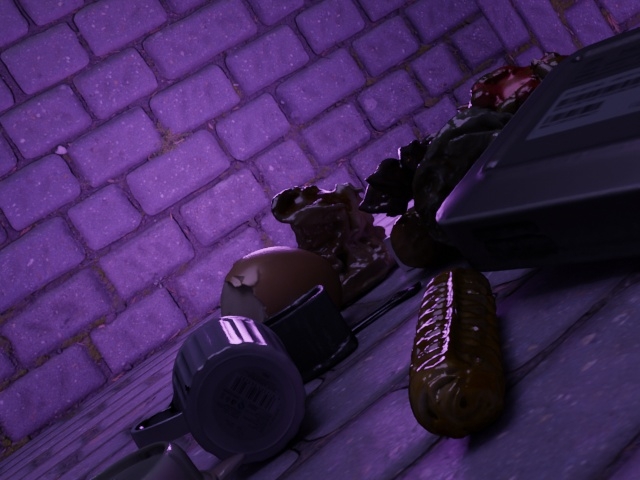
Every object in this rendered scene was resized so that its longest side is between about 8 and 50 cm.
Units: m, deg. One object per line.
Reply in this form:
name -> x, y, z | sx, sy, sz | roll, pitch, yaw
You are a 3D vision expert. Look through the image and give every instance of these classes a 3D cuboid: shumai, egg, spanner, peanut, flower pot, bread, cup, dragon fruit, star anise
shumai -> 0.000, 0.000, 1.750 | 0.267, 0.262, 0.314 | -33, 3, -3
egg -> -0.067, 0.109, 1.445 | 0.244, 0.201, 0.201 | -22, -3, -37
spanner -> 0.083, 0.129, 1.350 | 0.208, 0.012, 0.046 | -34, 6, -7
peanut -> 0.217, -0.027, 1.474 | 0.110, 0.120, 0.236 | 18, 36, 41
shumai -> 0.277, -0.058, 1.257 | 0.225, 0.222, 0.261 | -35, -31, -11
flower pot -> -0.061, 0.174, 1.276 | 0.229, 0.108, 0.103 | -34, 5, 7
bread -> 0.140, 0.100, 0.838 | 0.367, 0.084, 0.077 | -54, -19, -73
cup -> -0.121, 0.214, 1.065 | 0.221, 0.166, 0.202 | -56, 10, -6
dragon fruit -> 0.388, -0.211, 1.471 | 0.302, 0.231, 0.237 | -15, 4, 42
star anise -> 0.160, -0.111, 1.346 | 0.212, 0.073, 0.197 | -25, -27, -8

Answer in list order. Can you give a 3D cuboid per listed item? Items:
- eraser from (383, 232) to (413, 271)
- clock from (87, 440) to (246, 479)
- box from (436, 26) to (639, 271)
eraser -> 0.242, -0.044, 1.647 | 0.076, 0.078, 0.298 | -30, 6, 43
clock -> -0.226, 0.322, 0.863 | 0.265, 0.109, 0.324 | -30, 6, 47
box -> 0.365, -0.137, 0.936 | 0.396, 0.111, 0.396 | -49, 21, -29
